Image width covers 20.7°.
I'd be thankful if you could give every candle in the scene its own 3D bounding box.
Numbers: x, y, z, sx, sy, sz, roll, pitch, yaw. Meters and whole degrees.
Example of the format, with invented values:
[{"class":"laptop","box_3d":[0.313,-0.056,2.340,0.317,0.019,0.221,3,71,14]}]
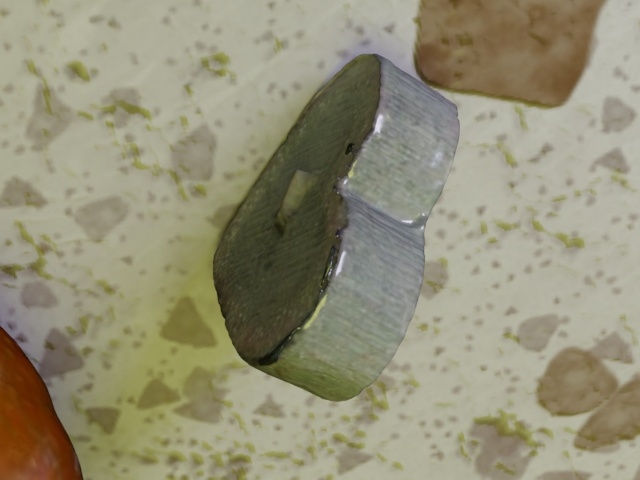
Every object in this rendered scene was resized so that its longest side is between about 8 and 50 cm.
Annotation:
[{"class":"candle","box_3d":[0.000,0.000,0.962,0.068,0.192,0.168,28,154,-21]}]

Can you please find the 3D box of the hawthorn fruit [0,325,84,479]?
[{"class":"hawthorn fruit","box_3d":[-0.247,0.174,0.944,0.284,0.284,0.284,-3,117,-7]}]
